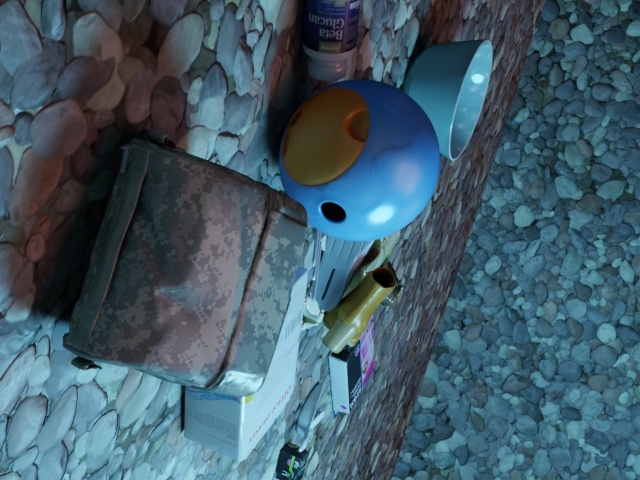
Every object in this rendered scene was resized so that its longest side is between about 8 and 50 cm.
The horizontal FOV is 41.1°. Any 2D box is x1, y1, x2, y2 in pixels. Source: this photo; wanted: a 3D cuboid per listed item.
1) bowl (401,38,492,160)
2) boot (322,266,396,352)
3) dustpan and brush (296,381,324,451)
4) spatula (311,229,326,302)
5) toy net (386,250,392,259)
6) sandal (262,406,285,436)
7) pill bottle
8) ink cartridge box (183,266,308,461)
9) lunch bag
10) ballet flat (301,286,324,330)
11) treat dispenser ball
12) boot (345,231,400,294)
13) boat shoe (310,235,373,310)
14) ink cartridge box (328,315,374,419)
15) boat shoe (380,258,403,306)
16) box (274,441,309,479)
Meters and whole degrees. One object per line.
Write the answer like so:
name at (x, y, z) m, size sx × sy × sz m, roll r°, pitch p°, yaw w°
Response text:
bowl at (0.309, -0.374, 2.165) m, size 0.311 × 0.163 × 0.311 m, roll -54°, pitch 156°, yaw -39°
boot at (0.101, 0.152, 2.036) m, size 0.211 × 0.104 × 0.295 m, roll -51°, pitch 179°, yaw 9°
dustpan and brush at (-0.030, 0.480, 2.210) m, size 0.211 × 0.060 × 0.147 m, roll -38°, pitch 143°, yaw -59°
spatula at (0.000, 0.000, 1.774) m, size 0.168 × 0.019 × 0.242 m, roll 92°, pitch 3°, yaw -48°
toy net at (0.184, -0.072, 2.285) m, size 0.122 × 0.045 × 0.232 m, roll -57°, pitch 154°, yaw -59°
sandal at (-0.136, 0.366, 1.804) m, size 0.102 × 0.076 × 0.265 m, roll -51°, pitch 178°, yaw -13°
pill bottle at (0.017, -0.365, 1.462) m, size 0.094 × 0.094 × 0.169 m, roll -49°, pitch 152°, yaw -47°
ink cartridge box at (-0.136, 0.205, 1.537) m, size 0.226 × 0.131 × 0.306 m, roll -46°, pitch 151°, yaw -52°
lunch bag at (-0.184, 0.034, 1.118) m, size 0.256 × 0.213 × 0.305 m, roll 24°, pitch 82°, yaw -54°
ballet flat at (-0.035, 0.152, 1.852) m, size 0.241 × 0.077 × 0.091 m, roll 56°, pitch 54°, yaw -68°
treat dispenser ball at (0.069, -0.143, 1.525) m, size 0.288 × 0.288 × 0.288 m, roll -54°, pitch 155°, yaw -40°
boot at (0.135, -0.008, 2.130) m, size 0.203 × 0.095 × 0.262 m, roll -50°, pitch 159°, yaw -43°
boat shoe at (0.056, 0.019, 1.970) m, size 0.302 × 0.109 × 0.094 m, roll -64°, pitch 176°, yaw 11°
ink cartridge box at (0.091, 0.368, 2.448) m, size 0.175 × 0.069 × 0.371 m, roll -58°, pitch 160°, yaw -33°
boat shoe at (0.170, 0.119, 2.275) m, size 0.095 × 0.095 × 0.257 m, roll -50°, pitch -177°, yaw 16°
box at (-0.073, 0.570, 2.175) m, size 0.052 × 0.062 × 0.083 m, roll -27°, pitch 133°, yaw -62°
